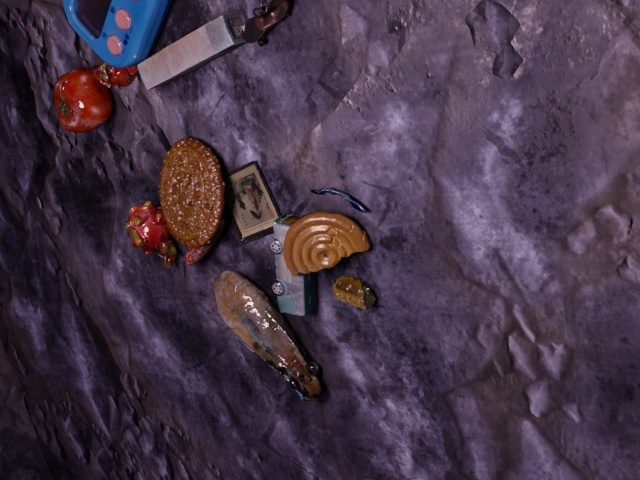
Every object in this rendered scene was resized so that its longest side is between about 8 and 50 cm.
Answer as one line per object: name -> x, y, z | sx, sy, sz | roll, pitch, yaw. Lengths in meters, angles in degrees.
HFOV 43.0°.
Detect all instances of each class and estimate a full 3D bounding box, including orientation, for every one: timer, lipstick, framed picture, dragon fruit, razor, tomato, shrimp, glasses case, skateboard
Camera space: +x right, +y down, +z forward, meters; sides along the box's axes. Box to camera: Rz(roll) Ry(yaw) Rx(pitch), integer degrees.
timer -> -0.525, -0.641, 2.104 | 0.309, 0.115, 0.340 | 45, 130, 15
lipstick -> -0.321, -0.471, 2.038 | 0.371, 0.080, 0.076 | -13, 103, 45
framed picture -> -0.191, -0.098, 2.151 | 0.199, 0.010, 0.195 | -19, 97, 45
dragon fruit -> -0.486, -0.013, 2.377 | 0.133, 0.150, 0.207 | -25, 99, 14
razor -> 0.049, -0.101, 1.923 | 0.155, 0.044, 0.028 | 23, 98, 30
tomato -> -0.687, -0.404, 2.346 | 0.187, 0.151, 0.187 | 24, 132, 30
shrimp -> -0.156, 0.268, 2.242 | 0.445, 0.110, 0.221 | 47, 140, 19
glasses case -> -0.318, 0.002, 2.268 | 0.049, 0.073, 0.194 | 44, 130, 5
skateboard -> -0.131, -0.505, 1.849 | 0.151, 0.080, 0.067 | -34, 80, 43
dragon fruit -> -0.583, -0.460, 2.259 | 0.162, 0.106, 0.083 | 1, 112, 39

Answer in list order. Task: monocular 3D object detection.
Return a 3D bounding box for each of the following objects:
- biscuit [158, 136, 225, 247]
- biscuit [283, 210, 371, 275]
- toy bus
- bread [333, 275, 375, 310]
biscuit -> -0.358, -0.130, 2.209 | 0.305, 0.038, 0.305 | 6, 99, 47
biscuit -> 0.000, 0.000, 1.951 | 0.224, 0.033, 0.144 | -18, 108, 23
toy bus -> -0.066, 0.062, 2.069 | 0.109, 0.091, 0.261 | 12, 119, 26
bread -> 0.079, 0.124, 1.986 | 0.110, 0.060, 0.066 | 19, 109, 38
